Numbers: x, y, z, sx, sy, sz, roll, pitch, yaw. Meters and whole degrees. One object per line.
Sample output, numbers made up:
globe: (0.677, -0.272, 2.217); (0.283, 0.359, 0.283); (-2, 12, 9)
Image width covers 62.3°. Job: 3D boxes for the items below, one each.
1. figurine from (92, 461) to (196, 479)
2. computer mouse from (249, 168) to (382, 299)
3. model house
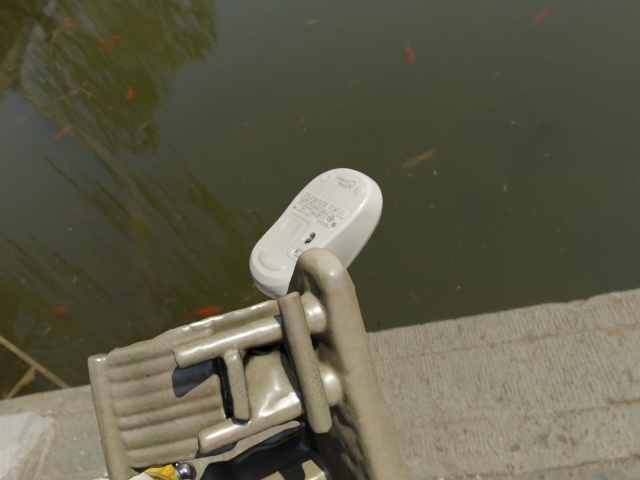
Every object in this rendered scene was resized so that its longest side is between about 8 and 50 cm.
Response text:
figurine: (-0.380, 0.535, 1.069); (0.204, 0.332, 0.185); (-28, 87, -5)
computer mouse: (0.000, 0.000, 1.014); (0.184, 0.121, 0.297); (23, 66, 44)
model house: (-0.054, 0.134, 0.379); (0.188, 0.229, 0.122); (-16, 8, -13)
